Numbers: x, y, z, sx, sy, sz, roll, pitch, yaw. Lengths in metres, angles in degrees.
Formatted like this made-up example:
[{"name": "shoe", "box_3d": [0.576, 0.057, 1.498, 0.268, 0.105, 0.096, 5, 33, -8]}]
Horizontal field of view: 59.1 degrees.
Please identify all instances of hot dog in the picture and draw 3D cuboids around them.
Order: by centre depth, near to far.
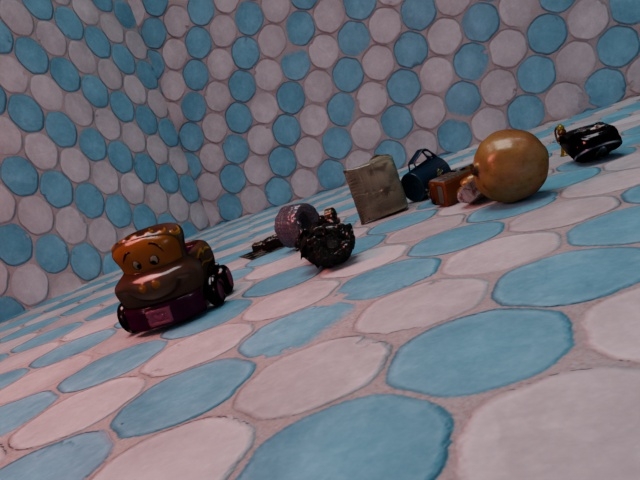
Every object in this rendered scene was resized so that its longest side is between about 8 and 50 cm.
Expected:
[{"name": "hot dog", "box_3d": [0.479, -0.170, 1.602, 0.252, 0.069, 0.131, -22, -20, -36]}]

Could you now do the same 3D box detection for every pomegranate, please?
[{"name": "pomegranate", "box_3d": [0.474, -0.183, 1.418, 0.191, 0.191, 0.191, -18, 8, 3]}]

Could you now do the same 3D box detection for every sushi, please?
[{"name": "sushi", "box_3d": [-0.183, 0.004, 2.085, 0.231, 0.047, 0.219, -22, 9, -19]}]

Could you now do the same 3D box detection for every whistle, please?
[{"name": "whistle", "box_3d": [0.826, -0.343, 1.921, 0.046, 0.109, 0.057, -15, 3, 26]}]

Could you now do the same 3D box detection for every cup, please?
[{"name": "cup", "box_3d": [0.370, -0.235, 2.026, 0.155, 0.177, 0.131, -32, 16, -34]}]

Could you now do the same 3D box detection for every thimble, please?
[{"name": "thimble", "box_3d": [-0.072, -0.049, 1.856, 0.097, 0.150, 0.150, -5, 15, 39]}]

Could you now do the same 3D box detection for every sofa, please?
[{"name": "sofa", "box_3d": [0.190, -0.185, 1.971, 0.175, 0.210, 0.225, -19, 12, 5]}]

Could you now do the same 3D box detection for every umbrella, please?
[{"name": "umbrella", "box_3d": [0.011, -0.006, 1.485, 0.154, 0.128, 0.336, -21, 5, 2]}]

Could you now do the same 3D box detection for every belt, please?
[{"name": "belt", "box_3d": [0.043, -0.100, 2.228, 0.036, 0.059, 0.083, -15, -2, 17]}]

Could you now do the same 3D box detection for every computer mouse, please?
[{"name": "computer mouse", "box_3d": [0.789, -0.282, 1.652, 0.137, 0.096, 0.233, -21, 11, 16]}]

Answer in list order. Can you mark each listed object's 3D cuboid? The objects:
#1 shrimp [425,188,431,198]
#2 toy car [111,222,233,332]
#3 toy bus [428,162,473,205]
[{"name": "shrimp", "box_3d": [0.437, -0.176, 1.900, 0.150, 0.051, 0.217, -5, 11, 33]}, {"name": "toy car", "box_3d": [-0.388, 0.074, 1.430, 0.271, 0.241, 0.341, -16, 11, 3]}, {"name": "toy bus", "box_3d": [0.524, -0.211, 1.781, 0.408, 0.093, 0.092, -23, 17, -21]}]
